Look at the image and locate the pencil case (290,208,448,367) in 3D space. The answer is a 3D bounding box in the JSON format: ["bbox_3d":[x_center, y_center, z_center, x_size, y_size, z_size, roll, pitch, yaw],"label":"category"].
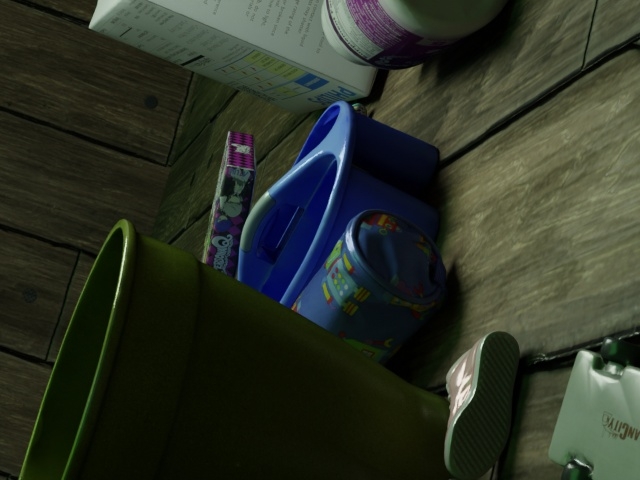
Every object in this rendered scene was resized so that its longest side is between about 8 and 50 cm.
[{"bbox_3d":[0.027,0.106,1.646,0.119,0.133,0.306,-80,16,-48],"label":"pencil case"}]

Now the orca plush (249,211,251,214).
[{"bbox_3d":[-0.029,-0.005,2.090,0.287,0.151,0.102,-152,49,-74],"label":"orca plush"}]

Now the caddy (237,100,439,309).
[{"bbox_3d":[0.000,0.000,1.794,0.241,0.179,0.341,-88,21,-48],"label":"caddy"}]

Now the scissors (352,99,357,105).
[{"bbox_3d":[0.058,-0.277,2.285,0.109,0.021,0.297,137,148,-59],"label":"scissors"}]

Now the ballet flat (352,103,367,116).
[{"bbox_3d":[0.040,-0.148,2.154,0.114,0.041,0.041,130,155,-58],"label":"ballet flat"}]

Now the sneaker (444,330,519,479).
[{"bbox_3d":[0.133,0.147,1.345,0.070,0.051,0.134,139,151,-68],"label":"sneaker"}]

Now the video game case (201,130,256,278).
[{"bbox_3d":[-0.119,-0.016,1.950,0.232,0.042,0.210,-100,22,-75],"label":"video game case"}]

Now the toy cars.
[{"bbox_3d":[0.180,0.185,1.048,0.393,0.087,0.176,128,152,-46],"label":"toy cars"}]

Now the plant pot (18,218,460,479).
[{"bbox_3d":[-0.072,0.207,1.423,0.366,0.353,0.366,-162,90,-77],"label":"plant pot"}]

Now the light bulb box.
[{"bbox_3d":[-0.107,-0.357,2.230,0.225,0.361,0.358,-71,16,-6],"label":"light bulb box"}]

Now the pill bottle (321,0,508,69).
[{"bbox_3d":[0.100,-0.292,1.811,0.301,0.169,0.169,163,124,-74],"label":"pill bottle"}]
